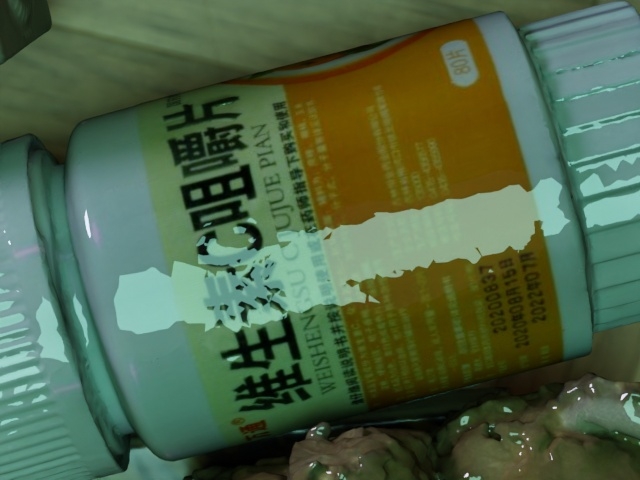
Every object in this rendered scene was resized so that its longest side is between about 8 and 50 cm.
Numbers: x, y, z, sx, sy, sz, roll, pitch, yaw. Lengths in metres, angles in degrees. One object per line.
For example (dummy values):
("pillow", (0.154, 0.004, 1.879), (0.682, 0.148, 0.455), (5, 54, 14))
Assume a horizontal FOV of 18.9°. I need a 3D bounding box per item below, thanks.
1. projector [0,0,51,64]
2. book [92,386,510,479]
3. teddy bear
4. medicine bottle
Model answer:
("projector", (-0.225, -0.148, 0.797), (0.242, 0.163, 0.177), (-12, 104, 4))
("book", (-0.034, 0.294, 0.963), (0.300, 0.039, 0.428), (-6, 102, -1))
("teddy bear", (0.054, 0.149, 0.840), (0.256, 0.156, 0.267), (-9, 141, 0))
("medicine bottle", (0.000, 0.000, 0.840), (0.318, 0.158, 0.158), (-14, 102, 0))
